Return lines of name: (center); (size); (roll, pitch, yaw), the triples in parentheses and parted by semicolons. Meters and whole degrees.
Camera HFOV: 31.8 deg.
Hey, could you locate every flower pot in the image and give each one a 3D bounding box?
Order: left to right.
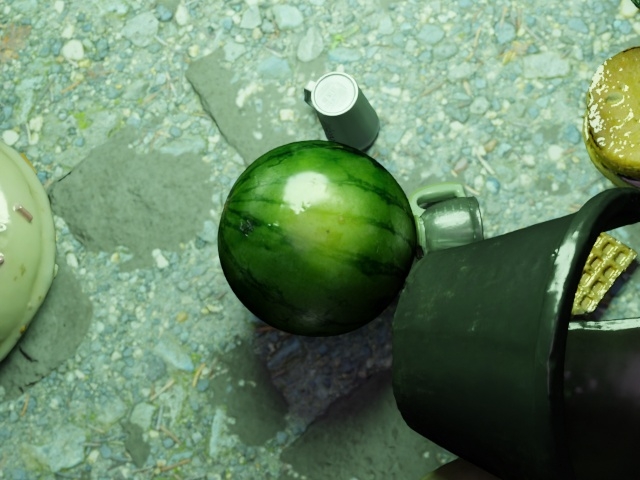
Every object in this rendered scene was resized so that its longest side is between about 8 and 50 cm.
flower pot: (0.229, 0.134, 1.259); (0.251, 0.379, 0.380); (4, 78, 35)

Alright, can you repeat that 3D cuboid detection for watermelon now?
watermelon: (-0.004, -0.002, 1.368); (0.242, 0.242, 0.243); (-2, 78, 9)

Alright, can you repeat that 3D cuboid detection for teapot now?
teapot: (0.155, -0.013, 1.423); (0.090, 0.124, 0.092); (-3, 110, -2)

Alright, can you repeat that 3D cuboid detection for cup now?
cup: (0.018, -0.175, 1.465); (0.104, 0.116, 0.074); (32, 84, 21)

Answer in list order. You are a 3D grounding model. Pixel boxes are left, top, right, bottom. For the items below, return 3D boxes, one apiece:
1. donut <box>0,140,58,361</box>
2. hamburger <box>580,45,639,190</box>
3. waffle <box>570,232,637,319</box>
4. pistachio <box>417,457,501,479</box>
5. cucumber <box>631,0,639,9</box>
donut: (-0.545, 0.013, 1.505); (0.382, 0.142, 0.383); (-2, 78, 10)
hamburger: (0.420, -0.144, 1.384); (0.190, 0.118, 0.182); (23, 86, 19)
waffle: (0.323, 0.045, 1.412); (0.092, 0.021, 0.135); (36, 86, 14)
pistachio: (0.166, 0.322, 1.340); (0.184, 0.124, 0.124); (-29, 75, -14)
cucumber: (0.428, -0.326, 1.449); (0.067, 0.067, 0.293); (-39, 74, 0)
